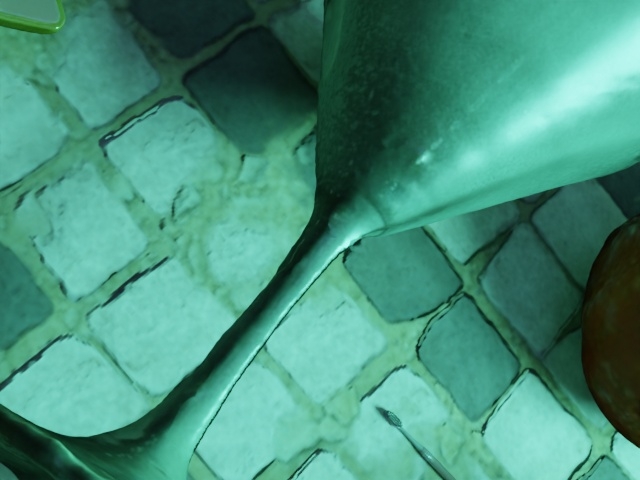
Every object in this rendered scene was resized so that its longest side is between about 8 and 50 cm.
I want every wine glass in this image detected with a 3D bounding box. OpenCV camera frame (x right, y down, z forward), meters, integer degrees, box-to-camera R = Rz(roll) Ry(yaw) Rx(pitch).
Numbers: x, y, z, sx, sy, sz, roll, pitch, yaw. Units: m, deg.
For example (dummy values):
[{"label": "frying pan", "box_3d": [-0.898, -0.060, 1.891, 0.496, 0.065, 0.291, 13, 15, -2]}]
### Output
[{"label": "wine glass", "box_3d": [0.000, 0.000, 0.585, 0.267, 0.267, 0.406, 44, 66, -9]}]

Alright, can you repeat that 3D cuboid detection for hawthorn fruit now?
[{"label": "hawthorn fruit", "box_3d": [0.322, 0.051, 0.711, 0.242, 0.271, 0.241, 6, 69, -15]}]

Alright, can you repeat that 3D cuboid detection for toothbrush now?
[{"label": "toothbrush", "box_3d": [0.078, 0.154, 0.710, 0.006, 0.008, 0.097, -45, 98, -15]}]

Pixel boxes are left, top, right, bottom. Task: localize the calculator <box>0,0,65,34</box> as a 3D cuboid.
[{"label": "calculator", "box_3d": [-0.255, -0.229, 0.645, 0.237, 0.033, 0.157, 27, 66, -15]}]
